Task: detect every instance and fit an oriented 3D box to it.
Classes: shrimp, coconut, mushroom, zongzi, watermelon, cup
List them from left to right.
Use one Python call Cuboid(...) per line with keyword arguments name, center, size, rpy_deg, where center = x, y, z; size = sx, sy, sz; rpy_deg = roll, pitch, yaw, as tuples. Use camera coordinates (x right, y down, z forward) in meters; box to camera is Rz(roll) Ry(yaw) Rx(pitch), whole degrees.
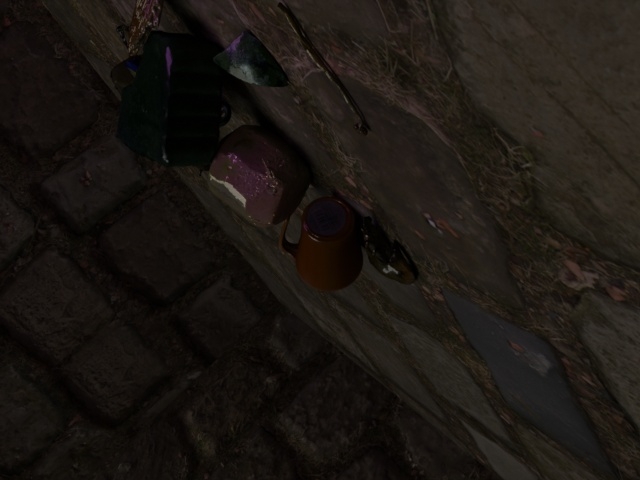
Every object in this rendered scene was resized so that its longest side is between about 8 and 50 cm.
Cuboid(name="zongzi", center=(-0.526, -0.433, 2.538), size=(0.447, 0.181, 0.418), rpy_deg=(47, 170, 14))
Cuboid(name="coconut", center=(-0.164, -0.176, 1.986), size=(0.245, 0.233, 0.233), rpy_deg=(37, 166, 14))
Cuboid(name="watermelon", center=(-0.131, -0.370, 1.614), size=(0.155, 0.080, 0.101), rpy_deg=(46, 134, 19))
Cuboid(name="cup", center=(0.000, 0.000, 2.022), size=(0.226, 0.182, 0.264), rpy_deg=(14, 153, 9))
Cuboid(name="mushroom", center=(0.009, -0.300, 1.392), size=(0.286, 0.028, 0.026), rpy_deg=(54, -151, -27))
Cuboid(name="shrimp", center=(0.161, 0.041, 1.884), size=(0.145, 0.059, 0.254), rpy_deg=(38, 166, 29))

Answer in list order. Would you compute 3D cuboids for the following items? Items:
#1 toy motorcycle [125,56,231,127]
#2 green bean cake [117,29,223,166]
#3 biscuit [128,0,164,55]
Cuboid(name="toy motorcycle", center=(-0.394, -0.401, 2.150), size=(0.315, 0.169, 0.113), rpy_deg=(45, 170, 7))
Cuboid(name="green bean cake", center=(-0.364, -0.354, 1.927), size=(0.300, 0.169, 0.308), rpy_deg=(30, 118, 50))
Cuboid(name="biscuit", center=(-0.405, -0.516, 1.815), size=(0.031, 0.229, 0.176), rpy_deg=(9, -144, -28))
